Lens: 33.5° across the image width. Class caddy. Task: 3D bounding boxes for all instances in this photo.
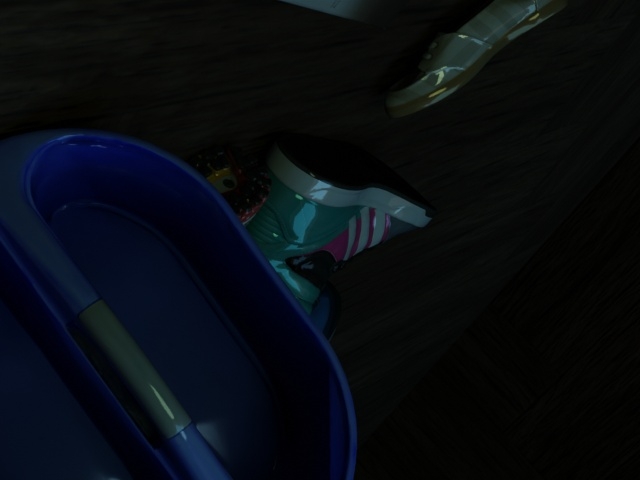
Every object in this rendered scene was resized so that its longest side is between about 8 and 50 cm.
[{"bbox_3d":[-0.131,0.092,0.699,0.241,0.341,0.179,-36,180,-21],"label":"caddy"}]

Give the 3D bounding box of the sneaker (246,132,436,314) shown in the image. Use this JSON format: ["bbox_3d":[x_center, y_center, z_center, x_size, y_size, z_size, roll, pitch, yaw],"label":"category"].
[{"bbox_3d":[0.000,0.000,1.089,0.178,0.124,0.295,-53,153,16],"label":"sneaker"}]

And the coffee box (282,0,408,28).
[{"bbox_3d":[-0.001,-0.215,0.598,0.141,0.098,0.246,-49,162,22],"label":"coffee box"}]

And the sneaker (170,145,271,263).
[{"bbox_3d":[-0.135,0.010,0.878,0.225,0.088,0.092,-31,161,-34],"label":"sneaker"}]

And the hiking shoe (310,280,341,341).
[{"bbox_3d":[-0.074,0.108,1.218,0.304,0.113,0.132,-28,159,-40],"label":"hiking shoe"}]

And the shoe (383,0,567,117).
[{"bbox_3d":[0.146,-0.200,1.068,0.219,0.058,0.076,-36,-166,-7],"label":"shoe"}]
